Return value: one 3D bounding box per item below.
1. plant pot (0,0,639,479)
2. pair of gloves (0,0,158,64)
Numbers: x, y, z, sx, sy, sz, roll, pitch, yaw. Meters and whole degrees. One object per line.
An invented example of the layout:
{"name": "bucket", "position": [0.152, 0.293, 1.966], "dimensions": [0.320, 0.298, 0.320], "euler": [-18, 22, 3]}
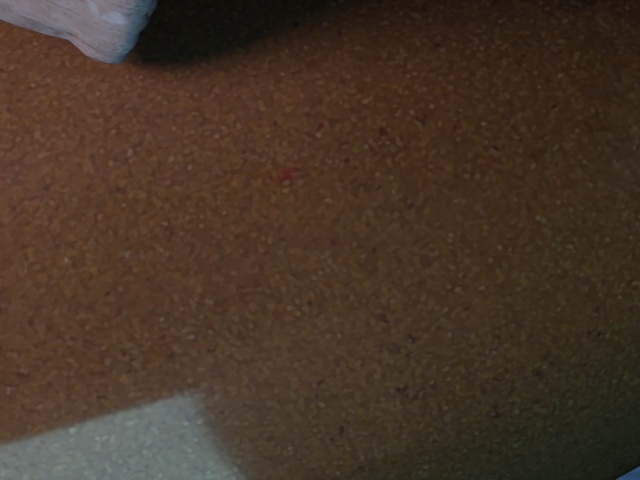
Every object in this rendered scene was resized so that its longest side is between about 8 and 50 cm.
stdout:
{"name": "plant pot", "position": [0.000, 0.000, 0.455], "dimensions": [0.254, 0.237, 0.237], "euler": [-13, 141, 14]}
{"name": "pair of gloves", "position": [-0.108, -0.153, 0.303], "dimensions": [0.204, 0.042, 0.240], "euler": [18, 134, 6]}
